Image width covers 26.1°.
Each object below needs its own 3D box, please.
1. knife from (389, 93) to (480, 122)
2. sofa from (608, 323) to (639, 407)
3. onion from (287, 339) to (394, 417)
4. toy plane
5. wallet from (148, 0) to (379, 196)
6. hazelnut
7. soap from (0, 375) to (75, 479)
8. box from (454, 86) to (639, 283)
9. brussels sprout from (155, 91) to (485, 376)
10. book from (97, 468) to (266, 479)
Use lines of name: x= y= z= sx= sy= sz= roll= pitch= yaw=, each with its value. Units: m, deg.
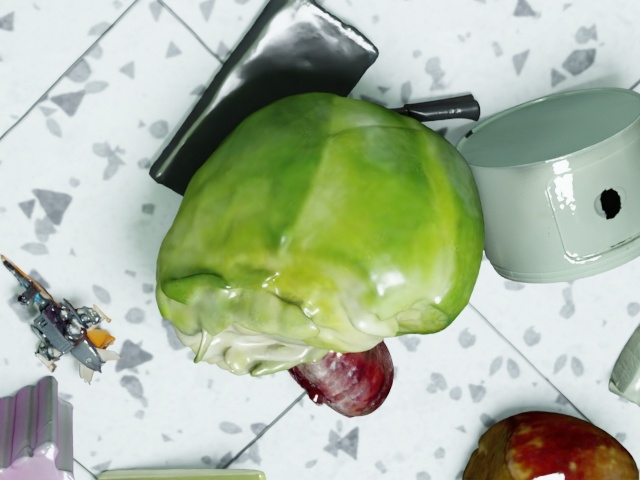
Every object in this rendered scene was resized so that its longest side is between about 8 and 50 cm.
knife: x=0.079 y=-0.135 z=1.654 sx=0.230 sy=0.028 sz=0.060 roll=-7 pitch=122 yaw=-11
sofa: x=0.513 y=0.157 z=1.741 sx=0.210 sy=0.176 sz=0.225 roll=28 pitch=103 yaw=-16
onion: x=0.021 y=0.135 z=1.712 sx=0.206 sy=0.098 sz=0.151 roll=40 pitch=101 yaw=-17
toy plane: x=-0.326 y=0.094 z=1.673 sx=0.188 sy=0.062 sz=0.135 roll=43 pitch=125 yaw=-16
wallet: x=-0.066 y=-0.153 z=1.638 sx=0.146 sy=0.030 sz=0.285 roll=34 pitch=102 yaw=-15
hazelnut: x=0.291 y=0.327 z=1.745 sx=0.218 sy=0.234 sz=0.218 roll=6 pitch=71 yaw=-18
soap: x=-0.357 y=0.248 z=1.646 sx=0.122 sy=0.203 sz=0.065 roll=-26 pitch=112 yaw=0
box: x=0.284 y=-0.067 z=1.608 sx=0.226 sy=0.226 sz=0.149 roll=-20 pitch=110 yaw=0
brussels sprout: x=0.000 y=0.000 z=1.547 sx=0.371 sy=0.315 sz=0.276 roll=-22 pitch=149 yaw=24
book: x=-0.143 y=0.457 z=1.761 sx=0.239 sy=0.035 sz=0.352 roll=-5 pitch=103 yaw=24
